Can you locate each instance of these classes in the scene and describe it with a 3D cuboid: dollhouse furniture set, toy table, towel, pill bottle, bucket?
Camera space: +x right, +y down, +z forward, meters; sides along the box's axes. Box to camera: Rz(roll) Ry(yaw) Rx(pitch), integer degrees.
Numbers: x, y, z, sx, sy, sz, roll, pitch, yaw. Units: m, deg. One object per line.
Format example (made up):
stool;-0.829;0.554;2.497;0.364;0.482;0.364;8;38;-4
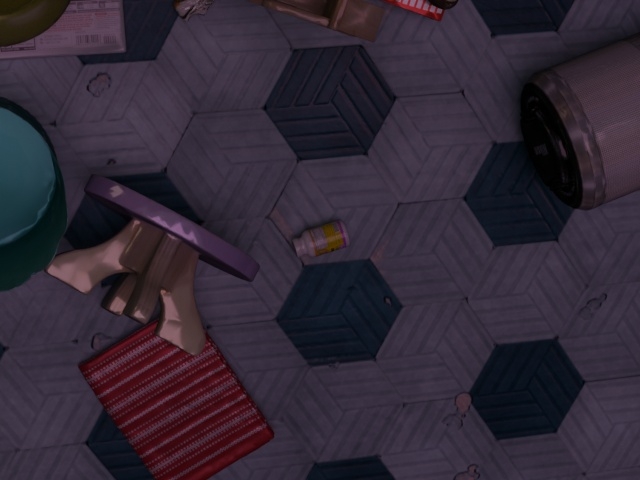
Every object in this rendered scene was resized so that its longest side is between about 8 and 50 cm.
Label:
dollhouse furniture set;0.018;-0.468;1.745;0.174;0.303;0.355;16;100;-14
toy table;-0.241;0.040;1.872;0.274;0.252;0.161;29;81;-6
towel;-0.219;0.251;2.032;0.199;0.031;0.275;-32;107;0
pill bottle;0.000;0.000;2.002;0.083;0.043;0.043;-17;107;-6
bucket;-0.482;-0.074;1.810;0.281;0.183;0.281;-3;105;-11

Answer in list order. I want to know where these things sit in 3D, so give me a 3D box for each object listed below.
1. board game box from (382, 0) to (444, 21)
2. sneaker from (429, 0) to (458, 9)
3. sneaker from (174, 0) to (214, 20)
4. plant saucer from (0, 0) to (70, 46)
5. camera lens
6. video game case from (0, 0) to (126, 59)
board game box;0.137;-0.435;1.914;0.147;0.045;0.193;15;101;-15
sneaker;0.188;-0.423;1.864;0.066;0.071;0.188;-3;106;-11
sneaker;-0.168;-0.344;1.886;0.083;0.032;0.037;-25;122;1
plant saucer;-0.444;-0.377;1.755;0.241;0.037;0.241;4;76;-17
camera lens;0.451;-0.183;1.954;0.274;0.219;0.219;-22;108;-5
video game case;-0.374;-0.345;1.844;0.190;0.022;0.173;-5;106;-10
